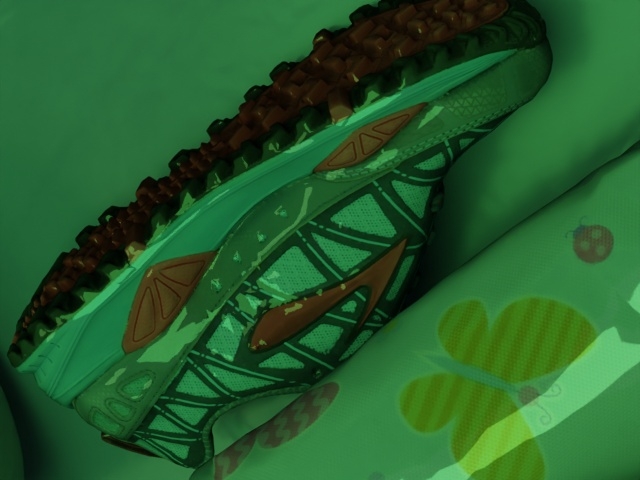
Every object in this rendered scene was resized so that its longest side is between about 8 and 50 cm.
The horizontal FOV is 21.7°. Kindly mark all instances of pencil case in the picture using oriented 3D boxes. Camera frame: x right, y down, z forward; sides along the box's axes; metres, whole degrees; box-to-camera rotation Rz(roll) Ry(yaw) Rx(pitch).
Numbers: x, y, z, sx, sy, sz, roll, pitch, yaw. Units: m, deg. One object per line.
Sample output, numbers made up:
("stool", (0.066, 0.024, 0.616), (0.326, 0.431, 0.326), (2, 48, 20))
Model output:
("pencil case", (0.082, 0.059, 0.622), (0.273, 0.124, 0.113), (-40, 67, 12))

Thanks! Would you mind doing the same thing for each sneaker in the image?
("sneaker", (0.000, 0.000, 0.688), (0.262, 0.104, 0.125), (-36, 112, 22))

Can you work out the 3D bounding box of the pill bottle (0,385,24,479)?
("pill bottle", (-0.302, 0.148, 0.761), (0.323, 0.181, 0.181), (-33, 90, 22))
